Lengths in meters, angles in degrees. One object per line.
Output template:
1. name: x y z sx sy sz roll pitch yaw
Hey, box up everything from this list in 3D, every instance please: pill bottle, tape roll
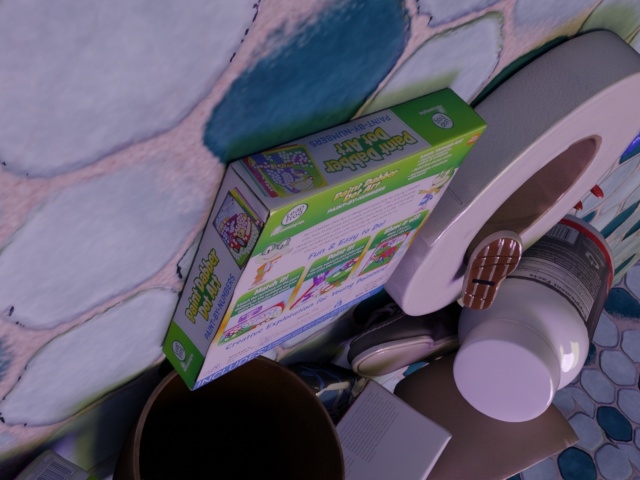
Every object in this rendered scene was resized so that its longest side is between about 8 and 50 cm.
1. pill bottle: 0.295 0.102 1.166 0.318 0.176 0.176 -46 171 -50
2. tape roll: 0.220 -0.065 0.956 0.392 0.072 0.392 -34 159 -15

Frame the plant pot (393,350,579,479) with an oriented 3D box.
1. plant pot: 0.211 0.276 1.252 0.284 0.191 0.284 -24 161 -9

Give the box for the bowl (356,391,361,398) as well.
1. bowl: 0.084 0.429 1.417 0.311 0.163 0.312 18 90 -79

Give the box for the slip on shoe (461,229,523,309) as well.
1. slip on shoe: 0.191 0.026 0.937 0.135 0.051 0.041 96 7 -52

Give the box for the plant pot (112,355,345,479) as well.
1. plant pot: -0.125 0.252 0.851 0.215 0.215 0.230 -23 168 -40

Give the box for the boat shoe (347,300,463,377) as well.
1. boat shoe: 0.122 0.123 1.178 0.112 0.096 0.335 -36 159 26

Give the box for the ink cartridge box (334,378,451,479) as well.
1. ink cartridge box: 0.002 0.376 1.042 0.309 0.130 0.272 -46 163 -42

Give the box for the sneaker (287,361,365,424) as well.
1. sneaker: 0.005 0.206 1.094 0.211 0.080 0.081 26 81 -66

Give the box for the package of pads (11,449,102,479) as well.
1. package of pads: -0.312 0.348 0.719 0.297 0.101 0.229 -55 180 32

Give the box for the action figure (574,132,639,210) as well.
1. action figure: 0.471 -0.131 1.187 0.091 0.139 0.280 -28 154 -35

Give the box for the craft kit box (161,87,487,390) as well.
1. craft kit box: 0.000 0.000 0.723 0.249 0.061 0.247 -24 157 -39
